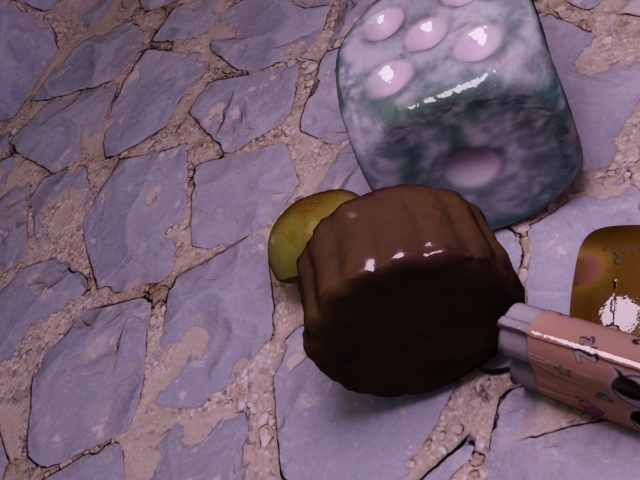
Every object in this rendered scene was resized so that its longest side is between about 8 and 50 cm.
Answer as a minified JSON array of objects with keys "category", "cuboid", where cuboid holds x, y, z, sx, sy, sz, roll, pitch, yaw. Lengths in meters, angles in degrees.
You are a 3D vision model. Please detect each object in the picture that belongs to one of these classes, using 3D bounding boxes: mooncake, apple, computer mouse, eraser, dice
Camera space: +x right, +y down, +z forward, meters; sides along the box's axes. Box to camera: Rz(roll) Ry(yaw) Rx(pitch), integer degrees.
[{"category":"mooncake","cuboid":[0.123,0.072,1.063,0.324,0.324,0.187,-26,41,13]},{"category":"apple","cuboid":[0.000,0.000,1.309,0.188,0.174,0.207,-1,40,29]},{"category":"computer mouse","cuboid":[0.431,0.075,1.042,0.126,0.056,0.245,0,57,34]},{"category":"eraser","cuboid":[0.381,0.175,0.913,0.290,0.171,0.087,17,58,40]},{"category":"dice","cuboid":[0.232,-0.234,1.220,0.330,0.328,0.348,-19,48,18]}]
